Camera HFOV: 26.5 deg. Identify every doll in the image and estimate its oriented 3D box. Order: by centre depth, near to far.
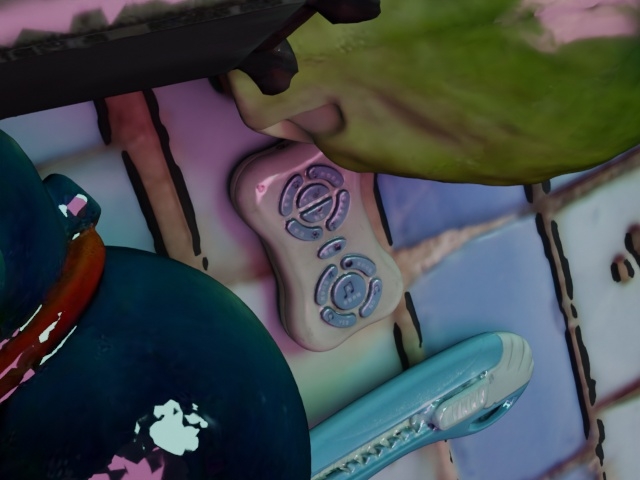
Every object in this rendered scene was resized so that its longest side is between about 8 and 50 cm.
[{"bbox_3d":[-0.125,0.077,0.608,0.198,0.186,0.322,-52,123,-16],"label":"doll"}]

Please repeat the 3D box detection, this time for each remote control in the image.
[{"bbox_3d":[0.000,0.000,0.738,0.074,0.032,0.122,-31,118,-16],"label":"remote control"}]

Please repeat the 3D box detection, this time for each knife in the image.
[{"bbox_3d":[0.052,0.104,0.766,0.222,0.031,0.064,-22,121,-41],"label":"knife"}]

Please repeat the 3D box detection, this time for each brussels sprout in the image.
[{"bbox_3d":[0.076,-0.134,0.641,0.271,0.210,0.219,-22,112,-4],"label":"brussels sprout"}]

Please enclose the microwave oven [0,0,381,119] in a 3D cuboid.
[{"bbox_3d":[-0.132,-0.123,0.464,0.247,0.188,0.178,-14,88,-16],"label":"microwave oven"}]
